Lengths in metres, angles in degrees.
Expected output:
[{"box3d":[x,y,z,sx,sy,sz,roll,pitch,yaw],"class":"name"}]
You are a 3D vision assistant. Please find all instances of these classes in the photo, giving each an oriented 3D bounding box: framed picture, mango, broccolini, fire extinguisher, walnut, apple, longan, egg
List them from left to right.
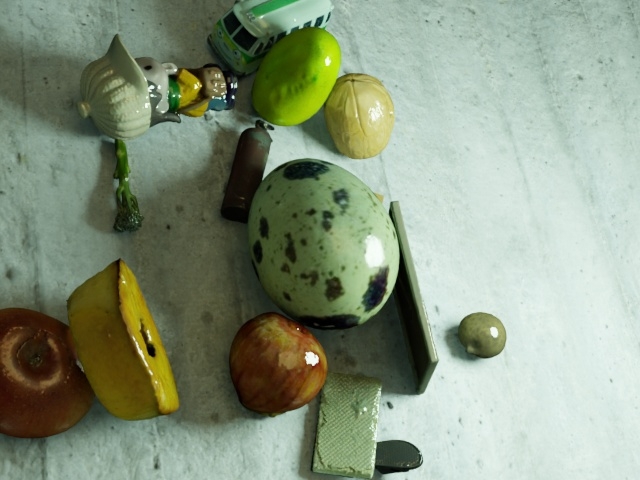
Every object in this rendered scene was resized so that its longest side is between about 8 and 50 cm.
[{"box3d":[-0.488,0.218,1.519,0.234,0.173,0.211,17,58,-17],"class":"apple"},{"box3d":[-0.386,-0.112,1.822,0.058,0.067,0.216,7,52,-25],"class":"broccolini"},{"box3d":[-0.147,-0.158,1.945,0.089,0.072,0.268,44,45,-42],"class":"fire extinguisher"},{"box3d":[-0.048,-0.363,1.974,0.149,0.273,0.186,18,49,-27],"class":"mango"},{"box3d":[0.000,0.000,1.786,0.287,0.288,0.379,-9,60,-28],"class":"egg"},{"box3d":[0.088,-0.282,2.041,0.165,0.197,0.165,-4,41,3],"class":"walnut"},{"box3d":[0.178,0.122,1.838,0.022,0.247,0.335,-10,66,-4],"class":"framed picture"},{"box3d":[0.347,0.206,1.956,0.113,0.092,0.113,11,61,-21],"class":"longan"}]

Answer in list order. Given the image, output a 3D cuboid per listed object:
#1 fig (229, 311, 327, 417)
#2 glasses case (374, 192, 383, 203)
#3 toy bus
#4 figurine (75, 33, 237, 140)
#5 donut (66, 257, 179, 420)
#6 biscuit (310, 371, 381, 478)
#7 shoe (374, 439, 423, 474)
[{"box3d":[-0.082,0.242,1.699,0.205,0.205,0.205,11,60,-19],"class":"fig"},{"box3d":[0.094,-0.023,1.980,0.041,0.065,0.170,22,57,-12],"class":"glasses case"},{"box3d":[-0.108,-0.497,2.083,0.276,0.165,0.134,-32,79,-35],"class":"toy bus"},{"box3d":[-0.337,-0.295,1.881,0.332,0.205,0.185,9,14,-45],"class":"figurine"},{"box3d":[-0.338,0.180,1.547,0.110,0.303,0.303,-21,72,-4],"class":"donut"},{"box3d":[0.052,0.355,1.753,0.121,0.041,0.200,8,59,-1],"class":"biscuit"},{"box3d":[0.118,0.425,1.765,0.159,0.053,0.062,0,50,-1],"class":"shoe"}]
